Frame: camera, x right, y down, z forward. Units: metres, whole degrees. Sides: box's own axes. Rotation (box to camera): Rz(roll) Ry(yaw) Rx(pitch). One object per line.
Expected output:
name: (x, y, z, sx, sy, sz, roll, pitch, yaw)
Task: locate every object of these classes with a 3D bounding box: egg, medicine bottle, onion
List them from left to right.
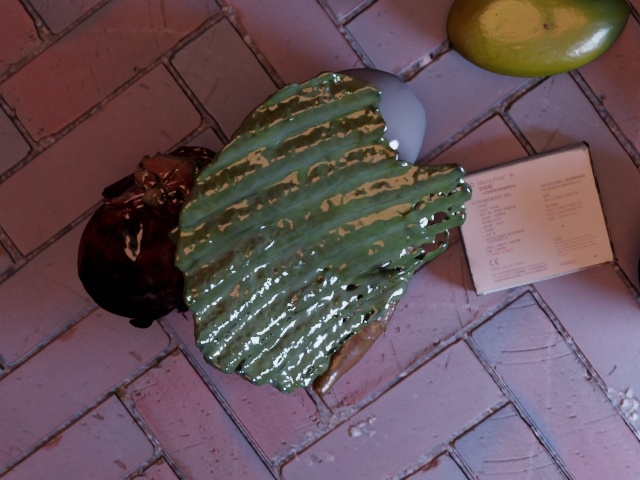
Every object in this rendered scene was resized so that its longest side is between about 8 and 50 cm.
onion: (-0.197, -0.001, 1.845, 0.281, 0.281, 0.221, -17, 63, 4)
egg: (0.025, -0.126, 1.839, 0.232, 0.176, 0.176, -36, 91, -1)
medicine bottle: (0.287, -0.029, 1.895, 0.201, 0.052, 0.171, -15, 93, 5)

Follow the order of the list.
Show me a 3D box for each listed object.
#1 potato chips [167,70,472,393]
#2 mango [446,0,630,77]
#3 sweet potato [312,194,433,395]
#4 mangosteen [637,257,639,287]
potato chips: (-0.005, 0.006, 1.737, 0.389, 0.097, 0.373, -49, 126, 3)
mango: (0.288, -0.284, 1.860, 0.237, 0.091, 0.137, 11, 102, 3)
sweet potato: (0.080, 0.076, 1.908, 0.072, 0.066, 0.314, 31, 92, -8)
mangosteen: (0.527, 0.033, 1.807, 0.216, 0.216, 0.216, 0, 94, 3)
